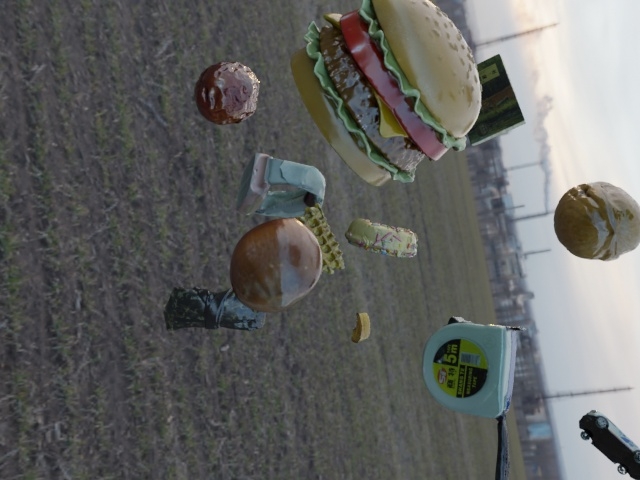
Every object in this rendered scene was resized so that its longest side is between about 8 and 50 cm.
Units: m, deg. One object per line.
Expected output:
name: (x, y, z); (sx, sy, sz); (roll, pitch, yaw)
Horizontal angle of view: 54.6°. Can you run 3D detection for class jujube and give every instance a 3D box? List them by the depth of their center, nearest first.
jujube: (-0.255, -0.411, 1.732); (0.250, 0.174, 0.174); (-46, 123, -70)

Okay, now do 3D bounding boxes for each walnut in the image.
walnut: (0.664, -0.044, 1.481); (0.221, 0.196, 0.195); (-65, 141, -71)

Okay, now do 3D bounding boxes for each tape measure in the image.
tape measure: (0.333, 0.351, 1.383); (0.098, 0.215, 0.351); (16, 79, -53)

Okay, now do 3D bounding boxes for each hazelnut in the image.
hazelnut: (-0.094, 0.057, 1.307); (0.176, 0.214, 0.214); (32, 44, -35)

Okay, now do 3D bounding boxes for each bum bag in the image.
bum bag: (-0.246, 0.157, 1.433); (0.069, 0.248, 0.102); (-85, 171, -61)

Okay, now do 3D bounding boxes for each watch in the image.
watch: (-0.109, -0.154, 1.883); (0.253, 0.241, 0.161); (140, -40, -61)

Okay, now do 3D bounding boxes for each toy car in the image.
toy car: (0.762, 0.528, 1.601); (0.056, 0.205, 0.095); (-31, 152, -33)

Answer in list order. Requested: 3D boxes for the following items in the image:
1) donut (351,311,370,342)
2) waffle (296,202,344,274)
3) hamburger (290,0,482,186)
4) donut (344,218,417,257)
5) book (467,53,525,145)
donut: (0.107, 0.226, 1.623); (0.067, 0.038, 0.083); (178, -91, -72)
waffle: (0.000, 0.000, 1.524); (0.046, 0.161, 0.191); (40, -54, 53)
hamburger: (0.111, -0.229, 0.887); (0.274, 0.212, 0.274); (46, 26, -30)
donut: (0.129, -0.007, 1.364); (0.108, 0.166, 0.065); (-3, 108, -70)
book: (0.469, -0.397, 1.752); (0.024, 0.160, 0.228); (19, 53, -55)
